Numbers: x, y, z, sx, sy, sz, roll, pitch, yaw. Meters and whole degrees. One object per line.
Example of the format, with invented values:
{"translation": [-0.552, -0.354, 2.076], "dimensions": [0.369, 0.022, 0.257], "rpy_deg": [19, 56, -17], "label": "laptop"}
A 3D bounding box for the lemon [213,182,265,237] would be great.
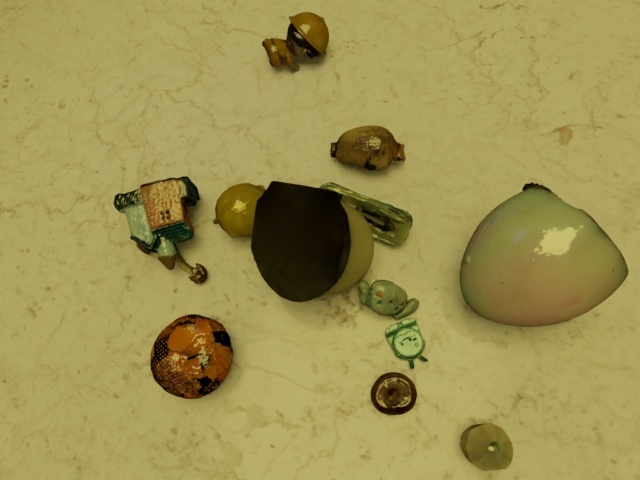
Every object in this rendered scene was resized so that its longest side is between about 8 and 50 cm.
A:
{"translation": [-0.247, -0.101, 1.371], "dimensions": [0.173, 0.173, 0.206], "rpy_deg": [37, 73, 18], "label": "lemon"}

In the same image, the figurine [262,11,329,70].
{"translation": [-0.090, -0.764, 1.622], "dimensions": [0.257, 0.167, 0.192], "rpy_deg": [-30, 82, -4], "label": "figurine"}

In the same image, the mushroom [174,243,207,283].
{"translation": [-0.440, 0.072, 1.383], "dimensions": [0.187, 0.061, 0.060], "rpy_deg": [38, 78, 22], "label": "mushroom"}

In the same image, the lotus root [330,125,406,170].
{"translation": [0.159, -0.310, 1.431], "dimensions": [0.257, 0.140, 0.154], "rpy_deg": [1, 62, 12], "label": "lotus root"}

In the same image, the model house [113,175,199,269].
{"translation": [-0.514, -0.038, 1.384], "dimensions": [0.253, 0.184, 0.291], "rpy_deg": [-13, 78, -2], "label": "model house"}

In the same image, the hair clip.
{"translation": [0.141, -0.090, 1.372], "dimensions": [0.321, 0.138, 0.091], "rpy_deg": [24, 28, 15], "label": "hair clip"}

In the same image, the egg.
{"translation": [0.544, 0.080, 1.135], "dimensions": [0.340, 0.354, 0.354], "rpy_deg": [-41, 70, 7], "label": "egg"}

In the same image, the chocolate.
{"translation": [0.000, 0.000, 1.235], "dimensions": [0.314, 0.297, 0.325], "rpy_deg": [12, 102, 34], "label": "chocolate"}

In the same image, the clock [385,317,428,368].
{"translation": [0.257, 0.301, 1.230], "dimensions": [0.101, 0.041, 0.135], "rpy_deg": [-25, 68, -4], "label": "clock"}

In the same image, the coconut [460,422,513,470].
{"translation": [0.426, 0.528, 1.079], "dimensions": [0.116, 0.122, 0.116], "rpy_deg": [-2, 67, 5], "label": "coconut"}

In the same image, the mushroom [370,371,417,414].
{"translation": [0.202, 0.425, 1.165], "dimensions": [0.126, 0.084, 0.109], "rpy_deg": [5, 34, 10], "label": "mushroom"}

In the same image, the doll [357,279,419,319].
{"translation": [0.195, 0.171, 1.246], "dimensions": [0.214, 0.071, 0.103], "rpy_deg": [24, 108, -22], "label": "doll"}

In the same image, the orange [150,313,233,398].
{"translation": [-0.365, 0.329, 1.206], "dimensions": [0.235, 0.182, 0.234], "rpy_deg": [0, 79, 0], "label": "orange"}
